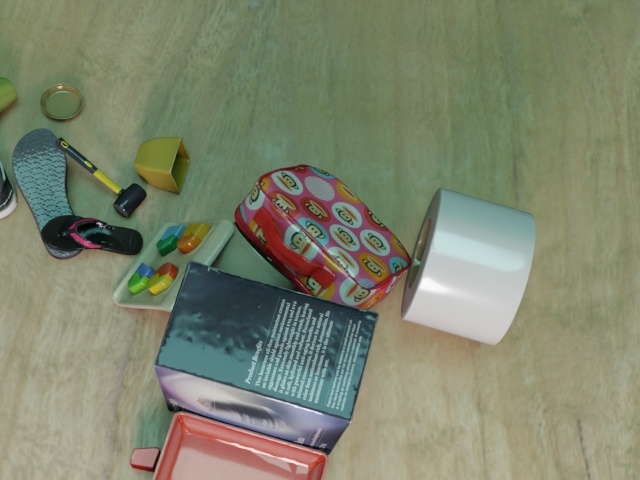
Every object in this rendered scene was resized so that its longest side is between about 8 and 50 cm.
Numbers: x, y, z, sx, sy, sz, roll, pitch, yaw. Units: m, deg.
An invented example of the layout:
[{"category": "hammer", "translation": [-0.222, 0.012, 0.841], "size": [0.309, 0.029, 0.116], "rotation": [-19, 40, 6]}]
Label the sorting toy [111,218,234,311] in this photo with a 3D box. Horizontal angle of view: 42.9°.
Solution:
[{"category": "sorting toy", "translation": [-0.264, 0.036, 1.414], "size": [0.038, 0.208, 0.193], "rotation": [48, 61, -31]}]

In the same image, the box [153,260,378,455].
[{"category": "box", "translation": [-0.090, 0.199, 1.288], "size": [0.294, 0.296, 0.182], "rotation": [16, 65, 2]}]

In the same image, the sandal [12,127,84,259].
[{"category": "sandal", "translation": [-0.505, -0.083, 1.503], "size": [0.097, 0.054, 0.254], "rotation": [-13, 79, -16]}]

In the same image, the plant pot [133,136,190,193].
[{"category": "plant pot", "translation": [-0.304, -0.147, 1.542], "size": [0.083, 0.081, 0.081], "rotation": [8, 65, 8]}]

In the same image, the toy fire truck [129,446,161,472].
[{"category": "toy fire truck", "translation": [-0.218, 0.413, 1.310], "size": [0.192, 0.047, 0.135], "rotation": [9, 64, -3]}]

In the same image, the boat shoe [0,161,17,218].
[{"category": "boat shoe", "translation": [-0.662, -0.176, 1.502], "size": [0.114, 0.091, 0.302], "rotation": [-39, 76, -21]}]

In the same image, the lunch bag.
[{"category": "lunch bag", "translation": [0.000, 0.000, 1.421], "size": [0.293, 0.120, 0.258], "rotation": [45, 29, 12]}]

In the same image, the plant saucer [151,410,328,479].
[{"category": "plant saucer", "translation": [-0.142, 0.425, 1.263], "size": [0.259, 0.047, 0.258], "rotation": [17, 62, -2]}]

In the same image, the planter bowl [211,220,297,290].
[{"category": "planter bowl", "translation": [-0.130, 0.061, 1.435], "size": [0.109, 0.162, 0.162], "rotation": [-46, 77, 4]}]

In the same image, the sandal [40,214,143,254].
[{"category": "sandal", "translation": [-0.406, -0.012, 1.459], "size": [0.179, 0.040, 0.067], "rotation": [7, 72, -22]}]

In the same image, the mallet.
[{"category": "mallet", "translation": [-0.416, -0.116, 1.506], "size": [0.190, 0.039, 0.062], "rotation": [34, 65, -12]}]

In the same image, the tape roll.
[{"category": "tape roll", "translation": [0.253, 0.045, 1.427], "size": [0.169, 0.246, 0.246], "rotation": [15, 65, 0]}]

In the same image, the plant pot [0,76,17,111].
[{"category": "plant pot", "translation": [-0.631, -0.276, 1.566], "size": [0.083, 0.083, 0.079], "rotation": [42, 56, 12]}]

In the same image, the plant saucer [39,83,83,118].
[{"category": "plant saucer", "translation": [-0.510, -0.272, 1.607], "size": [0.083, 0.015, 0.083], "rotation": [3, 66, -6]}]
